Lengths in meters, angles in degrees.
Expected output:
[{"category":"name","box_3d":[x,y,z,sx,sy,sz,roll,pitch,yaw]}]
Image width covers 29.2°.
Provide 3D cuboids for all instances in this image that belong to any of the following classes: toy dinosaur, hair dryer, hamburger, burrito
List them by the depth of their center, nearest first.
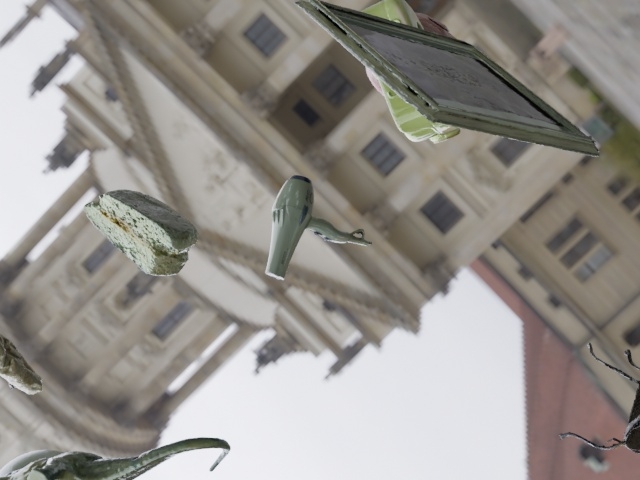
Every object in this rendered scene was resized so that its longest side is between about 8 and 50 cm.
[{"category":"toy dinosaur","box_3d":[-0.265,0.247,1.211,0.147,0.363,0.076,-27,-82,-62]},{"category":"hamburger","box_3d":[-0.176,-0.015,1.261,0.121,0.054,0.084,32,-159,21]},{"category":"burrito","box_3d":[-0.409,0.153,1.594,0.041,0.045,0.185,8,156,14]},{"category":"hair dryer","box_3d":[-0.014,0.012,1.958,0.067,0.167,0.199,0,146,50]}]

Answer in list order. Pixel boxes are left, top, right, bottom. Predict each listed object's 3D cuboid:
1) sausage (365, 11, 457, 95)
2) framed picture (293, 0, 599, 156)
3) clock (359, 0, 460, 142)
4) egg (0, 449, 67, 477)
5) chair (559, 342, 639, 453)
[{"category":"sausage","box_3d":[0.158,-0.310,2.071,0.152,0.152,0.280,46,-166,3]},{"category":"framed picture","box_3d":[0.140,-0.170,1.277,0.293,0.018,0.231,4,-146,-46]},{"category":"clock","box_3d":[0.120,-0.198,1.553,0.232,0.069,0.170,28,-140,-71]},{"category":"egg","box_3d":[-0.468,0.460,2.096,0.203,0.203,0.282,47,174,10]},{"category":"chair","box_3d":[0.473,0.236,1.733,0.174,0.149,0.213,14,176,-43]}]
